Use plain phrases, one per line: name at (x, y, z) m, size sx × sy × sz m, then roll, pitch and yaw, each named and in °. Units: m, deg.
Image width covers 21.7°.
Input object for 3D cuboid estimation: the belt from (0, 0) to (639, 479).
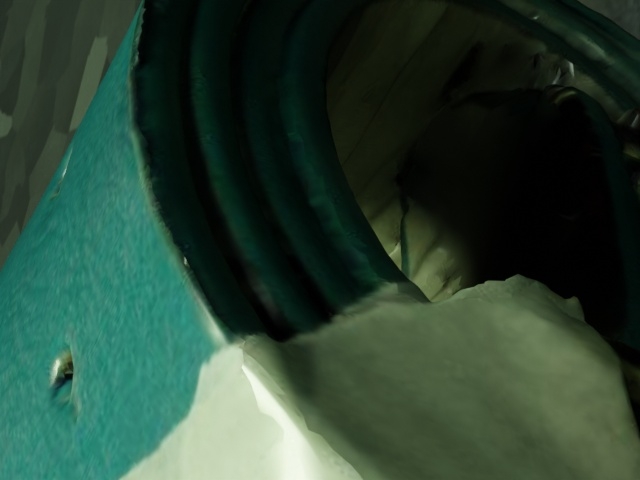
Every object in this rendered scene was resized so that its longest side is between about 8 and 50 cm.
belt at (0.042, 0.038, 0.591) m, size 0.173 × 0.300 × 0.436 m, roll -61°, pitch 14°, yaw 25°
